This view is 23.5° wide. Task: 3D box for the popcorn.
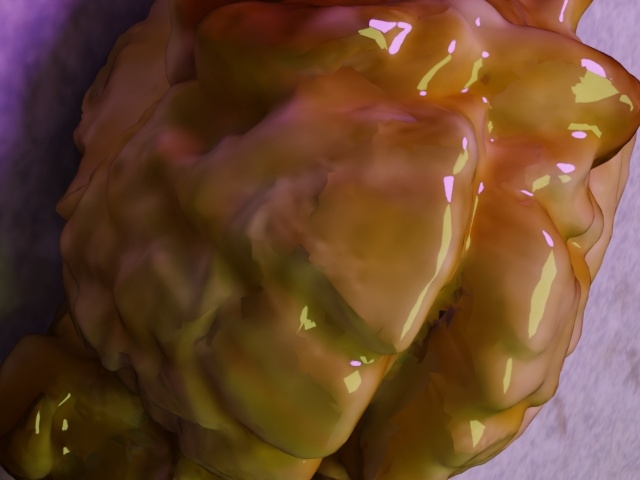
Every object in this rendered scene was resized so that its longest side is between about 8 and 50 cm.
[{"bbox_3d":[0.000,0.000,0.624,0.225,0.265,0.332,37,97,-26],"label":"popcorn"}]
